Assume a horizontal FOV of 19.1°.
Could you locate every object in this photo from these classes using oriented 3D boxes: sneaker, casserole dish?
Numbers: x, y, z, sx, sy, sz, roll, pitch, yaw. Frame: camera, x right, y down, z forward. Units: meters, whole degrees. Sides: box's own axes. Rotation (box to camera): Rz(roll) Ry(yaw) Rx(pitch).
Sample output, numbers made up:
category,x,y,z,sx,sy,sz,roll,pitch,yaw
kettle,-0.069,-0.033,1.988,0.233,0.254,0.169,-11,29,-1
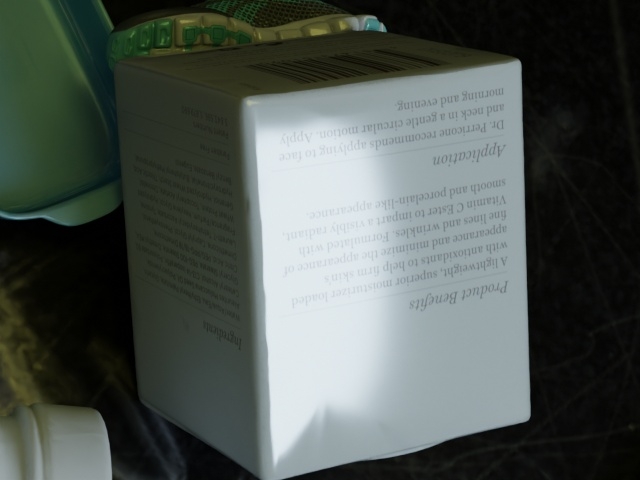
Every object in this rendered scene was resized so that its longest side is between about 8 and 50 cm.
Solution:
category,x,y,z,sx,sy,sz,roll,pitch,yaw
sneaker,-0.048,-0.106,1.019,0.166,0.065,0.076,-4,32,-37
casserole dish,-0.161,-0.091,0.980,0.114,0.037,0.188,-24,86,-29

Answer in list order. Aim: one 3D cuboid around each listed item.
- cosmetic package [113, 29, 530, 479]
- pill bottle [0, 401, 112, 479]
category,x,y,z,sx,sy,sz,roll,pitch,yaw
cosmetic package,0.000,0.000,0.931,0.151,0.151,0.183,-9,106,-27
pill bottle,-0.221,0.116,0.820,0.246,0.136,0.136,5,73,-18
